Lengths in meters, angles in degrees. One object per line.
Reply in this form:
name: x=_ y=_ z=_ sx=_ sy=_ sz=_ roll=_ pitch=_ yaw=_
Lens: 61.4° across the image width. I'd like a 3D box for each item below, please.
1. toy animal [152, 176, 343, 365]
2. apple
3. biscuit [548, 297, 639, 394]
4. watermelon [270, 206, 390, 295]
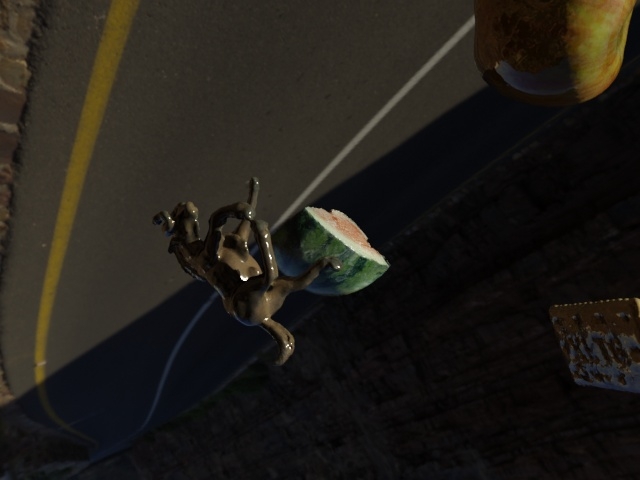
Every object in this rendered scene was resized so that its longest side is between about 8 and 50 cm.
toy animal: x=-0.089 y=0.025 z=0.623 sx=0.148 sy=0.232 sz=0.084 roll=-50 pitch=166 yaw=25
apple: x=0.349 y=-0.342 z=0.838 sx=0.264 sy=0.264 sz=0.264 roll=-24 pitch=165 yaw=-7
biscuit: x=0.641 y=0.242 z=1.224 sx=0.044 sy=0.217 sz=0.325 roll=-18 pitch=175 yaw=-12
watermelon: x=0.000 y=0.000 z=1.282 sx=0.213 sy=0.201 sz=0.262 roll=-33 pitch=125 yaw=30
